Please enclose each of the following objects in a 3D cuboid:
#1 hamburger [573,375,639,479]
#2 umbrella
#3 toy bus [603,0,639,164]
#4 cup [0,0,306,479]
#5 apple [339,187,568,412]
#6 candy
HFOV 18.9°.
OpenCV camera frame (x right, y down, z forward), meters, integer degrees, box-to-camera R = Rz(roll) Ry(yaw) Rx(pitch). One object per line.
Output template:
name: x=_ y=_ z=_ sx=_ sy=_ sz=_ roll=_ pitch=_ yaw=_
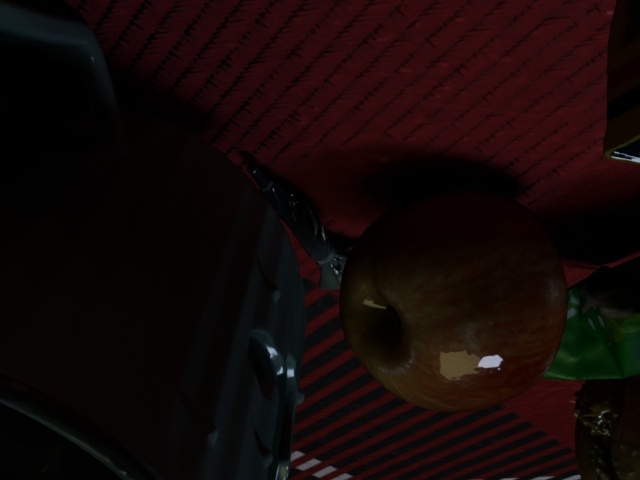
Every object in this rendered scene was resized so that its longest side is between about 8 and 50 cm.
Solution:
hamburger: x=0.304 y=0.167 z=1.523 sx=0.215 sy=0.189 sz=0.122 roll=10 pitch=151 yaw=-16
umbrella: x=0.003 y=0.005 z=1.282 sx=0.044 sy=0.044 sz=0.269 roll=-31 pitch=157 yaw=4
toy bus: x=0.250 y=-0.106 z=0.766 sx=0.121 sy=0.123 sz=0.335 roll=12 pitch=160 yaw=-23
cup: x=-0.143 y=0.080 z=0.958 sx=0.310 sy=0.392 sz=0.401 roll=27 pitch=116 yaw=-5
apple: x=0.082 y=0.036 z=1.200 sx=0.131 sy=0.146 sz=0.146 roll=-7 pitch=170 yaw=-33
candy: x=0.208 y=0.048 z=1.253 sx=0.141 sy=0.078 sz=0.203 roll=-20 pitch=-178 yaw=-39
